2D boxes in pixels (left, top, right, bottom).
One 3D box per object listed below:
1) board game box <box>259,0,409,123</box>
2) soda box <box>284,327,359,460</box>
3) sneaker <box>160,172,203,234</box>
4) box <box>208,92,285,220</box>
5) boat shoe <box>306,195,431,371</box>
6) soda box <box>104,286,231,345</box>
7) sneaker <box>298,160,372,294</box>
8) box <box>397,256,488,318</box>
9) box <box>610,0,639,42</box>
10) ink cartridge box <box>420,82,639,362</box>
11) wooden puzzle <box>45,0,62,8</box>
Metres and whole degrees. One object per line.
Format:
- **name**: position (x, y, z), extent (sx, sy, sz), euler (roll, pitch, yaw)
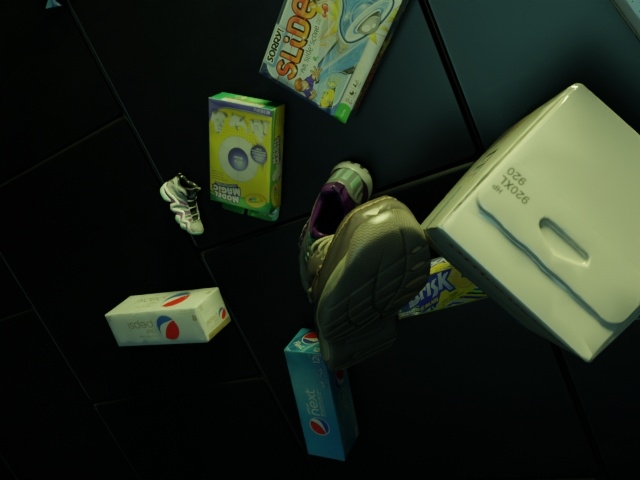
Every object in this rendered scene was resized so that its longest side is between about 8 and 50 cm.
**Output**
- **board game box**: position (0.019, -0.264, 0.706), extent (0.136, 0.035, 0.201), euler (32, 124, 9)
- **soda box**: position (0.005, 0.250, 0.946), extent (0.071, 0.067, 0.210), euler (1, 114, 27)
- **sneaker**: position (-0.204, -0.060, 0.914), extent (0.069, 0.038, 0.098), euler (-32, 97, 35)
- **box**: position (-0.108, -0.114, 0.839), extent (0.105, 0.043, 0.179), euler (15, 121, 20)
- **boat shoe**: position (0.032, 0.048, 0.710), extent (0.355, 0.132, 0.130), euler (100, 147, -58)
- **soda box**: position (-0.269, 0.136, 1.021), extent (0.216, 0.074, 0.069), euler (-8, 110, 29)
- **sneaker**: position (0.000, 0.000, 0.806), extent (0.083, 0.098, 0.224), euler (24, 122, 14)
- **box**: position (0.173, 0.052, 0.770), extent (0.168, 0.059, 0.054), euler (-20, 101, 32)
- **box**: position (0.397, -0.238, 0.476), extent (0.262, 0.127, 0.231), euler (-36, 94, 35)
- **ink cartridge box**: position (0.220, -0.015, 0.579), extent (0.171, 0.232, 0.168), euler (42, 94, 3)
- **wooden puzzle**: position (-0.394, -0.402, 0.855), extent (0.078, 0.014, 0.116), euler (11, 118, 22)
